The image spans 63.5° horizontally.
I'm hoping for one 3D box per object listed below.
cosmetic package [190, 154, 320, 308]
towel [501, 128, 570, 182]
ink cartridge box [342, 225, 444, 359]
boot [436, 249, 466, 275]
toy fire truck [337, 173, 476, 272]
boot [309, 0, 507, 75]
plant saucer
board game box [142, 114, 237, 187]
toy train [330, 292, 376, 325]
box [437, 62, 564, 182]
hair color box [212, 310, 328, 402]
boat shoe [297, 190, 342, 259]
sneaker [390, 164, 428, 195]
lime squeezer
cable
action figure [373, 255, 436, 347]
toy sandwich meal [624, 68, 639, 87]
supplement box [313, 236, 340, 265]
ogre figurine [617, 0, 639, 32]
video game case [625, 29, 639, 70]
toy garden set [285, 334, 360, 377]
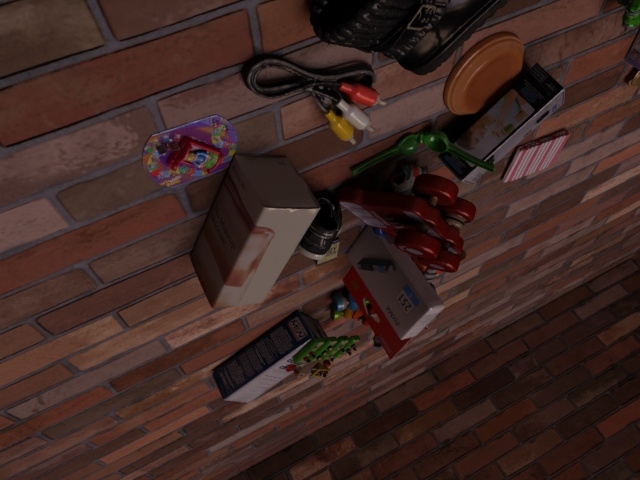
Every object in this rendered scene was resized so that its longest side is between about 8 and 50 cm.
[{"bbox_3d":[-0.142,-0.012,1.040,0.129,0.153,0.296,-3,138,-38],"label":"cosmetic package"},{"bbox_3d":[0.639,-0.251,1.544,0.197,0.029,0.144,-20,148,-16],"label":"towel"},{"bbox_3d":[0.165,0.141,1.407,0.066,0.296,0.261,-4,140,-39],"label":"ink cartridge box"},{"bbox_3d":[0.435,0.079,1.818,0.158,0.059,0.084,-21,153,-3],"label":"boot"},{"bbox_3d":[0.209,-0.046,1.236,0.302,0.254,0.169,30,77,-51],"label":"toy fire truck"},{"bbox_3d":[0.168,-0.408,0.760,0.260,0.131,0.348,4,135,-46],"label":"boot"},{"bbox_3d":[0.360,-0.350,1.121,0.200,0.037,0.199,-23,149,-15],"label":"plant saucer"},{"bbox_3d":[-0.217,-0.141,0.895,0.169,0.033,0.133,-22,149,-16],"label":"board game box"},{"bbox_3d":[0.096,0.235,1.698,0.144,0.105,0.248,-6,148,-15],"label":"toy train"},{"bbox_3d":[0.427,-0.262,1.222,0.290,0.087,0.169,-43,166,19],"label":"box"},{"bbox_3d":[-0.152,0.378,1.656,0.347,0.105,0.174,-35,153,6],"label":"hair color box"},{"bbox_3d":[0.010,-0.051,1.088,0.084,0.233,0.079,17,121,0],"label":"boat shoe"},{"bbox_3d":[0.199,-0.133,1.290,0.076,0.057,0.161,13,142,-18],"label":"sneaker"},{"bbox_3d":[0.226,-0.196,1.172,0.311,0.109,0.059,-1,167,5],"label":"lime squeezer"},{"bbox_3d":[0.009,-0.261,0.890,0.287,0.072,0.139,10,125,-49],"label":"cable"},{"bbox_3d":[0.285,0.180,1.600,0.341,0.179,0.330,-60,147,-32],"label":"action figure"},{"bbox_3d":[0.901,-0.471,1.459,0.086,0.029,0.085,-24,145,-18],"label":"toy sandwich meal"},{"bbox_3d":[0.000,0.000,1.257,0.056,0.083,0.083,-21,148,-19],"label":"supplement box"},{"bbox_3d":[0.696,-0.530,1.100,0.118,0.097,0.196,66,38,-65],"label":"ogre figurine"},{"bbox_3d":[0.887,-0.459,1.216,0.061,0.269,0.244,-29,151,-11],"label":"video game case"},{"bbox_3d":[0.001,0.387,1.662,0.204,0.049,0.244,-46,149,23],"label":"toy garden set"}]
